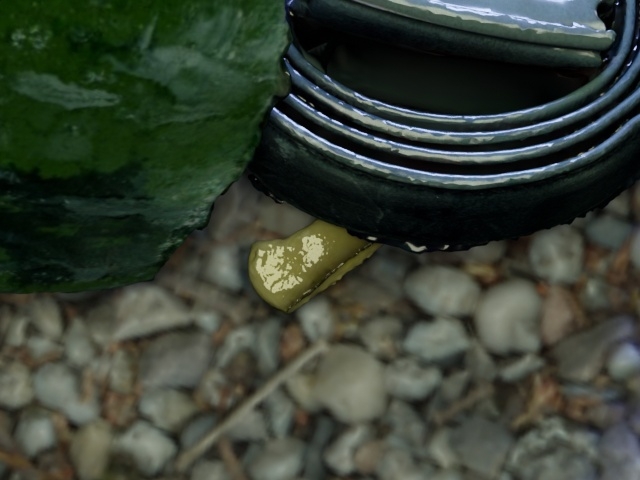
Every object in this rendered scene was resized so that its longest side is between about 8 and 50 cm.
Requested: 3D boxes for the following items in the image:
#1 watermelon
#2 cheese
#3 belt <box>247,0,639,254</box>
[{"bbox_3d":[-0.176,-0.115,0.906,0.151,0.264,0.302,-26,64,-41],"label":"watermelon"},{"bbox_3d":[0.000,0.000,0.985,0.083,0.030,0.044,-36,81,-8],"label":"cheese"},{"bbox_3d":[0.050,-0.106,0.956,0.267,0.116,0.206,0,70,-1],"label":"belt"}]
